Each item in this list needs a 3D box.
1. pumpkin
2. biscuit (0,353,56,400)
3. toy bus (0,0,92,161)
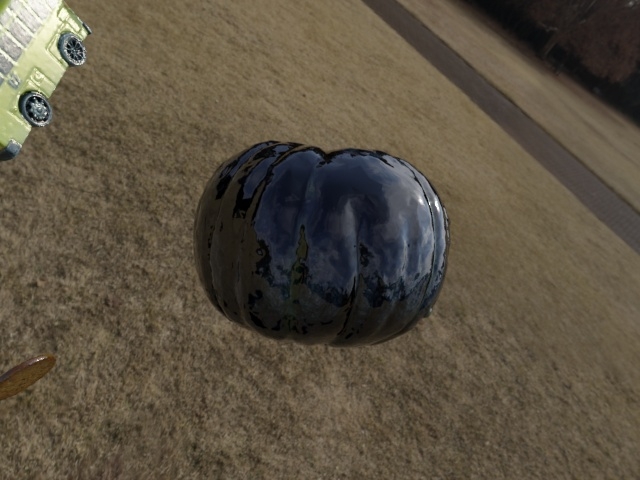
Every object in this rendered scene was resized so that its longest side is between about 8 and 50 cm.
[{"bbox_3d":[0.000,0.000,0.631,0.364,0.265,0.363,7,8,-1],"label":"pumpkin"},{"bbox_3d":[-0.860,0.392,1.263,0.027,0.188,0.188,49,38,9],"label":"biscuit"},{"bbox_3d":[-0.310,-0.168,0.418,0.088,0.101,0.174,3,63,20],"label":"toy bus"}]
